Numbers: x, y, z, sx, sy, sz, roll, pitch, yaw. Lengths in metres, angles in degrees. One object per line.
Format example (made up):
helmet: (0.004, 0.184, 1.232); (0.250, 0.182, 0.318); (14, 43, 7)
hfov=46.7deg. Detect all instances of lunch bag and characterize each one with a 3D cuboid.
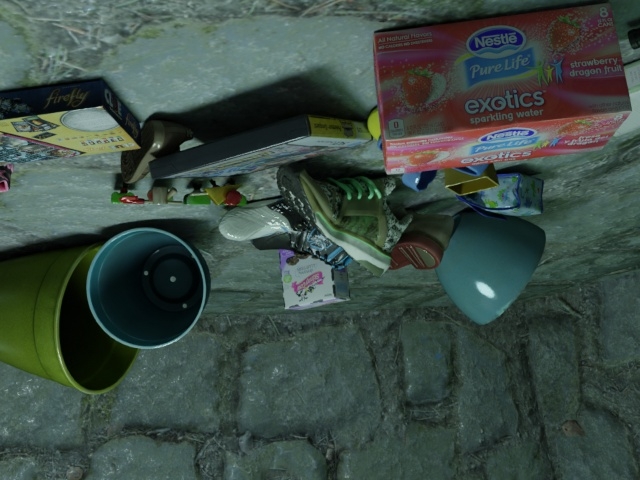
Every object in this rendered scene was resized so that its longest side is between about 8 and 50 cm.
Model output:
lunch bag: (0.388, -0.095, 1.606); (0.151, 0.096, 0.129); (2, 177, 39)

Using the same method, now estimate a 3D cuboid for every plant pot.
plant pot: (-0.383, 0.101, 1.776); (0.271, 0.272, 0.255); (-7, -178, 3)
plant pot: (0.275, -0.138, 1.368); (0.081, 0.083, 0.081); (-14, 165, 27)
plant pot: (-0.678, 0.178, 1.830); (0.353, 0.367, 0.366); (2, 170, 19)
plant pot: (0.394, 0.039, 1.865); (0.195, 0.290, 0.290); (32, 160, -6)

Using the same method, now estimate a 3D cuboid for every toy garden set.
toy garden set: (-0.257, -0.090, 1.358); (0.244, 0.049, 0.204); (0, -177, -14)

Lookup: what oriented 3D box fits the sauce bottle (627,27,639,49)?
sauce bottle: (0.458, -0.278, 0.939); (0.128, 0.042, 0.042); (-17, 163, 36)

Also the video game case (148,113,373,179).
video game case: (-0.086, -0.142, 1.167); (0.274, 0.035, 0.248); (-12, -179, 25)

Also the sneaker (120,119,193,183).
sneaker: (-0.264, -0.135, 1.183); (0.071, 0.066, 0.188); (-1, 167, -32)

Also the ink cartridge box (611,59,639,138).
ink cartridge box: (0.491, -0.221, 1.167); (0.235, 0.056, 0.171); (-16, 164, 39)

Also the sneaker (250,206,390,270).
sneaker: (0.000, 0.000, 1.721); (0.340, 0.140, 0.125); (-7, 170, 12)

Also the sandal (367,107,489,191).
sandal: (0.235, -0.160, 1.146); (0.317, 0.138, 0.126); (-12, 164, 19)

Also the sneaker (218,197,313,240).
sneaker: (-0.104, -0.053, 1.612); (0.237, 0.085, 0.086); (-9, -167, -2)

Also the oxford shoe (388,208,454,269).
oxford shoe: (0.193, -0.009, 1.821); (0.348, 0.130, 0.123); (7, 145, 52)

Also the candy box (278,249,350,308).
candy box: (-0.018, 0.068, 1.878); (0.164, 0.196, 0.070); (-15, 164, 34)

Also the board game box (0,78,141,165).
board game box: (-0.400, -0.162, 1.057); (0.243, 0.042, 0.165); (-7, 167, 3)

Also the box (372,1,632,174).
box: (0.224, -0.193, 0.965); (0.300, 0.154, 0.142); (-6, 167, 5)

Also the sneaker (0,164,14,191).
sneaker: (-0.538, -0.110, 1.190); (0.047, 0.057, 0.119); (-8, 166, 16)

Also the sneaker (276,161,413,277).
sneaker: (0.061, -0.082, 1.494); (0.182, 0.158, 0.410); (-50, 144, 2)
